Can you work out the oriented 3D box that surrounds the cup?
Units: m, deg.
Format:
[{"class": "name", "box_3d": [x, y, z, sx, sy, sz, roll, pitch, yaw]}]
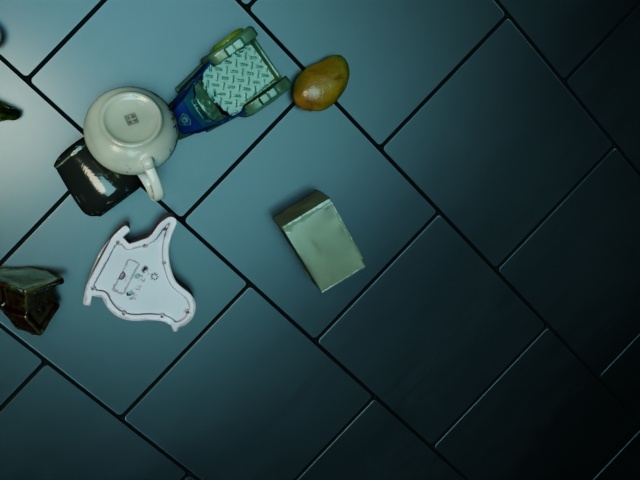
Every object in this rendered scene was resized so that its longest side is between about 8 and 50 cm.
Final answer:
[{"class": "cup", "box_3d": [-0.514, -0.177, 1.848, 0.223, 0.169, 0.176, -41, 100, -17]}]

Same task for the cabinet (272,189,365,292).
[{"class": "cabinet", "box_3d": [0.000, 0.000, 2.000, 0.150, 0.145, 0.206, -32, 107, -5]}]

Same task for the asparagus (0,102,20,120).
[{"class": "asparagus", "box_3d": [-0.892, -0.329, 1.749, 0.382, 0.128, 0.108, 23, 132, -17]}]

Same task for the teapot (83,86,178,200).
[{"class": "teapot", "box_3d": [-0.429, -0.230, 1.762, 0.208, 0.166, 0.299, -19, 87, -29]}]

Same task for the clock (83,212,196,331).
[{"class": "clock", "box_3d": [-0.423, 0.070, 1.954, 0.275, 0.080, 0.290, 24, 96, -17]}]

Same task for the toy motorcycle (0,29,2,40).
[{"class": "toy motorcycle", "box_3d": [-0.852, -0.505, 1.740, 0.254, 0.112, 0.112, 14, 98, -16]}]

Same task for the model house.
[{"class": "model house", "box_3d": [-0.734, 0.151, 1.900, 0.165, 0.106, 0.152, 16, 113, 20]}]

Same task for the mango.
[{"class": "mango", "box_3d": [0.005, -0.394, 1.955, 0.165, 0.089, 0.115, -28, 97, -9]}]

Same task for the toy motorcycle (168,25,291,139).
[{"class": "toy motorcycle", "box_3d": [-0.246, -0.351, 1.848, 0.326, 0.200, 0.191, -38, 107, -5]}]
